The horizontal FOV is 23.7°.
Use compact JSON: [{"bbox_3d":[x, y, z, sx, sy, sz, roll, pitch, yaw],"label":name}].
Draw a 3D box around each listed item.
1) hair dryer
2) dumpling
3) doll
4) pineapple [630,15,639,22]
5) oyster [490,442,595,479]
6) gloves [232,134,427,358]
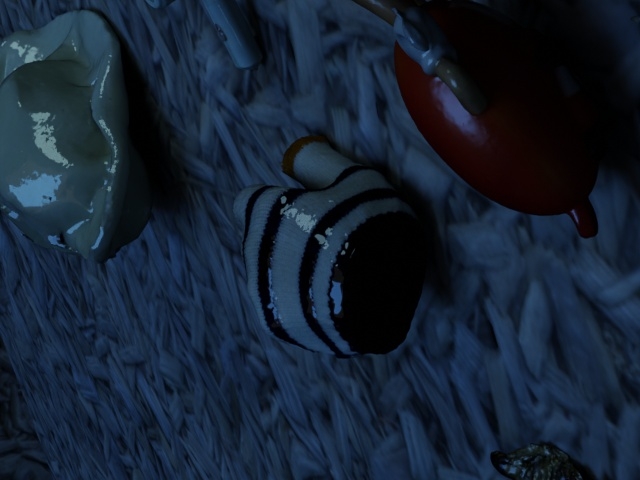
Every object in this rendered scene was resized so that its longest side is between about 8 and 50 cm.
[{"bbox_3d":[-0.085,-0.183,1.189,0.047,0.082,0.137,32,156,54],"label":"hair dryer"},{"bbox_3d":[-0.248,-0.110,1.577,0.318,0.187,0.243,32,101,43],"label":"dumpling"},{"bbox_3d":[0.078,-0.090,0.820,0.217,0.085,0.183,47,-165,15],"label":"doll"},{"bbox_3d":[0.202,-0.073,0.619,0.225,0.076,0.225,49,150,40],"label":"pineapple"},{"bbox_3d":[0.163,0.182,1.023,0.132,0.029,0.086,6,117,64],"label":"oyster"},{"bbox_3d":[-0.011,0.009,1.132,0.218,0.131,0.140,16,124,52],"label":"gloves"}]
